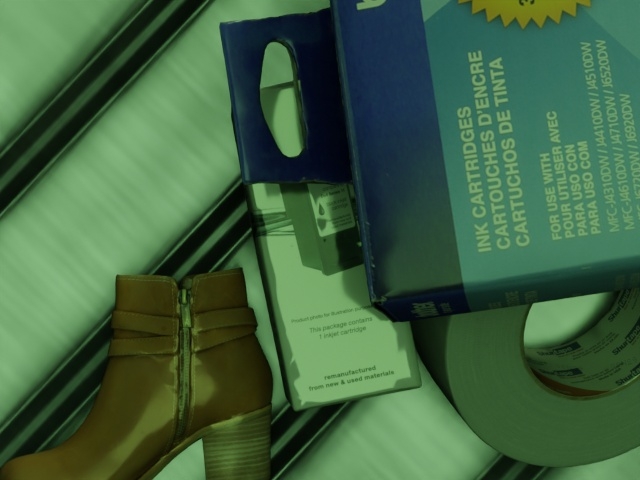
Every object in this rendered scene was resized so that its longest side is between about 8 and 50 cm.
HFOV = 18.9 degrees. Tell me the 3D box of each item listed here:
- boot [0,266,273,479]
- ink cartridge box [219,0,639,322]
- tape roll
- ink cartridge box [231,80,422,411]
[{"bbox_3d":[-0.132,0.099,1.313,0.197,0.073,0.152,-7,91,-15],"label":"boot"},{"bbox_3d":[0.148,-0.103,1.121,0.396,0.151,0.270,-9,82,7],"label":"ink cartridge box"},{"bbox_3d":[0.170,0.039,1.274,0.219,0.072,0.219,-9,117,-17],"label":"tape roll"},{"bbox_3d":[0.000,0.000,1.277,0.087,0.153,0.208,-11,89,-3],"label":"ink cartridge box"}]
